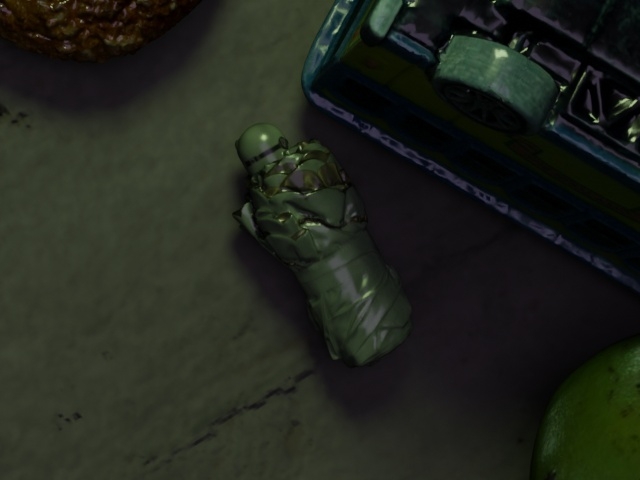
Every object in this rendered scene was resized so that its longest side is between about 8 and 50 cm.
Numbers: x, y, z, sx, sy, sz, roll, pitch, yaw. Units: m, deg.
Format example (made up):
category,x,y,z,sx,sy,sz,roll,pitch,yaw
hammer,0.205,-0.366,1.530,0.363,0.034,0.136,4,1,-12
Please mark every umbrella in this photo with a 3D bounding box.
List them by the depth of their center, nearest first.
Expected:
category,x,y,z,sx,sy,sz,roll,pitch,yaw
umbrella,0.000,0.000,0.860,0.067,0.062,0.143,-31,95,21

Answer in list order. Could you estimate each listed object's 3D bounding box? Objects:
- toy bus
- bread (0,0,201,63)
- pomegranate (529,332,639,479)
category,x,y,z,sx,sy,sz,roll,pitch,yaw
toy bus,0.165,-0.075,0.819,0.312,0.190,0.152,29,79,-8
bread,-0.127,-0.188,0.838,0.193,0.064,0.193,0,88,-6
pomegranate,0.182,0.155,0.835,0.248,0.202,0.202,-35,95,21
